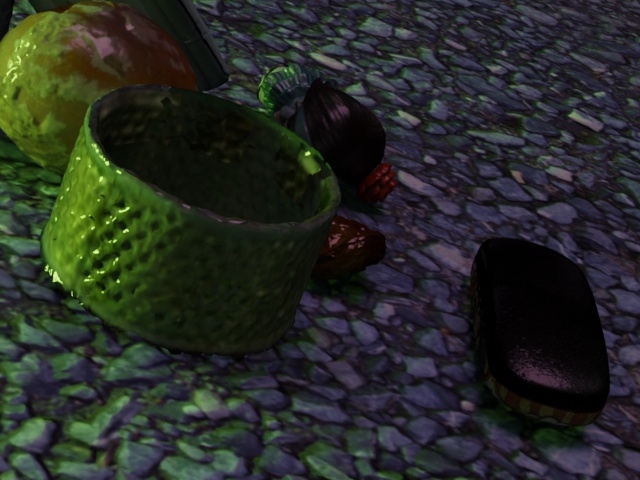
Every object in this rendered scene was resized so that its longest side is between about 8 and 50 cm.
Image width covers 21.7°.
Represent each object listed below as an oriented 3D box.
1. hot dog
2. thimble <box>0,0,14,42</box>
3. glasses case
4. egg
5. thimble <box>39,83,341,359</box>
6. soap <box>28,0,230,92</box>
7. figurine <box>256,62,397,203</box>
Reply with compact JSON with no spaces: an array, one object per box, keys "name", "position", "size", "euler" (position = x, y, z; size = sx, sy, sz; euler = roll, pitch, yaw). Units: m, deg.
[{"name":"hot dog","position":[-0.001,-0.002,1.750],"size":[0.147,0.065,0.099],"euler":[23,25,33]},{"name":"thimble","position":[-0.462,-0.246,1.796],"size":[0.250,0.172,0.205],"euler":[16,22,-12]},{"name":"glasses case","position":[0.221,0.087,1.710],"size":[0.122,0.082,0.321],"euler":[18,25,-7]},{"name":"egg","position":[-0.235,-0.158,1.751],"size":[0.233,0.195,0.195],"euler":[0,32,-28]},{"name":"thimble","position":[-0.124,-0.025,1.608],"size":[0.271,0.150,0.271],"euler":[18,27,-10]},{"name":"soap","position":[-0.222,-0.254,1.865],"size":[0.150,0.261,0.094],"euler":[-26,39,7]},{"name":"figurine","position":[0.004,-0.138,1.974],"size":[0.138,0.110,0.245],"euler":[26,14,-28]}]
